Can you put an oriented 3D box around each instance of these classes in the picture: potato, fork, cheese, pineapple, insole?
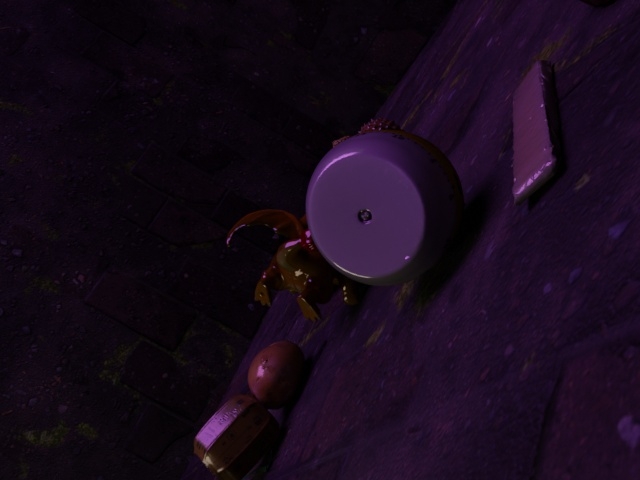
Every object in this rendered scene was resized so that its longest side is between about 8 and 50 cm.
[{"bbox_3d":[-0.110,0.334,1.733,0.150,0.146,0.234,-29,8,7],"label":"potato"},{"bbox_3d":[-0.147,0.535,1.581,0.039,0.021,0.235,-59,3,-38],"label":"fork"},{"bbox_3d":[0.328,-0.183,1.047,0.085,0.034,0.400,-56,7,37],"label":"cheese"},{"bbox_3d":[0.186,-0.273,2.043,0.175,0.175,0.361,-58,4,15],"label":"pineapple"},{"bbox_3d":[-0.022,0.315,1.698,0.152,0.002,0.053,-61,6,-7],"label":"insole"}]

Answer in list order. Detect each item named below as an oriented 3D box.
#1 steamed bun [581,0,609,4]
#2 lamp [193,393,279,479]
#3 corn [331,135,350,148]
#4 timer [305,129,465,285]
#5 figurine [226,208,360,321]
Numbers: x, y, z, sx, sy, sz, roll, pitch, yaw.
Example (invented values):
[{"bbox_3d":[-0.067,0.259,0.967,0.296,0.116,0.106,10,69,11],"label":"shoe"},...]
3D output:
[{"bbox_3d":[0.420,-0.456,1.094,0.106,0.145,0.175,-56,11,22],"label":"steamed bun"},{"bbox_3d":[-0.194,0.458,1.586,0.185,0.161,0.161,-44,1,-16],"label":"lamp"},{"bbox_3d":[0.103,-0.185,2.054,0.091,0.260,0.091,-26,10,-29],"label":"corn"},{"bbox_3d":[0.130,-0.068,1.189,0.285,0.285,0.285,-59,6,10],"label":"timer"},{"bbox_3d":[0.031,0.009,1.637,0.401,0.268,0.387,-5,28,42],"label":"figurine"}]
